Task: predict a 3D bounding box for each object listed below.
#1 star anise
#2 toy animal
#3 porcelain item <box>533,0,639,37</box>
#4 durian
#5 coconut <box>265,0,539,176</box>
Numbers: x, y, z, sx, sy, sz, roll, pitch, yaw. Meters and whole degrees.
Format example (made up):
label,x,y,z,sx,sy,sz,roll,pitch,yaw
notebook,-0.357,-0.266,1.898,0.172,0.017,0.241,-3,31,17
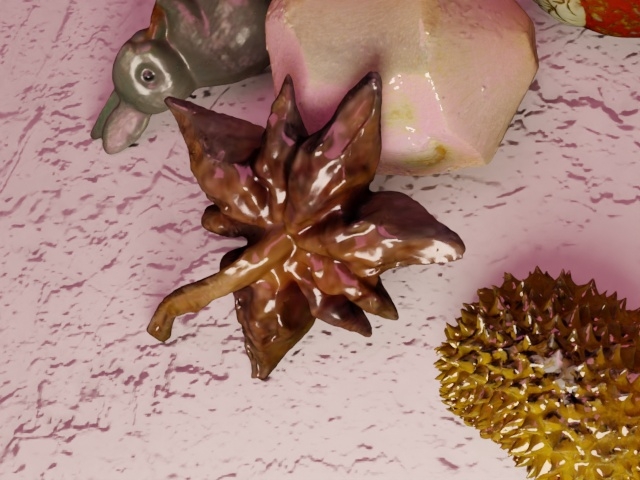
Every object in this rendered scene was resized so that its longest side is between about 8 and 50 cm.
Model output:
label,x,y,z,sx,sy,sz,roll,pitch,yaw
star anise,-0.034,-0.006,1.491,0.349,0.109,0.292,0,99,30
toy animal,-0.148,-0.187,1.673,0.251,0.125,0.127,-40,33,4
porcelain item,0.289,-0.320,1.528,0.253,0.253,0.253,-7,65,14
durian,0.206,0.112,1.423,0.249,0.138,0.183,40,91,34
coconut,0.087,-0.171,1.541,0.245,0.233,0.233,0,67,25
